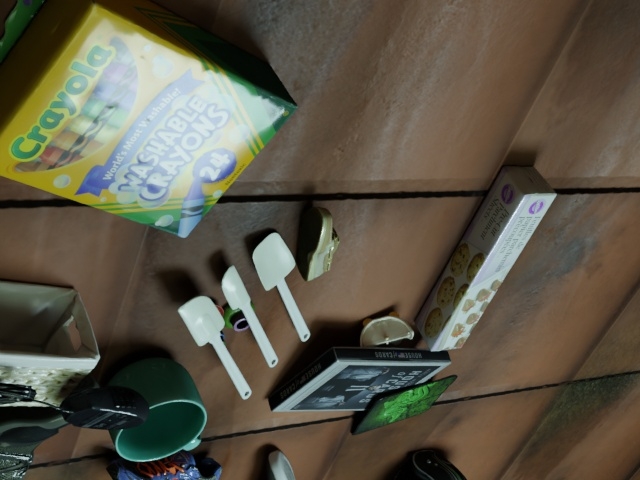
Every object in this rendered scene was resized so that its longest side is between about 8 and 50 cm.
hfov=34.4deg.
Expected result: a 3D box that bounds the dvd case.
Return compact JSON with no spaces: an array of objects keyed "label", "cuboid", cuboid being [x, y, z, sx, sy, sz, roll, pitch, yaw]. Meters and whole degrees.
[{"label":"dvd case","cuboid":[0.063,0.218,1.611,0.238,0.029,0.179,7,144,-38]}]

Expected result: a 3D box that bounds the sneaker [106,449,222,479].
[{"label":"sneaker","cuboid":[-0.236,0.352,1.570,0.087,0.083,0.221,-55,144,8]}]

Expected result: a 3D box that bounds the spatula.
[{"label":"spatula","cuboid":[-0.086,0.109,1.391,0.168,0.019,0.242,-43,141,-18]}]

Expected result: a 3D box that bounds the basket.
[{"label":"basket","cuboid":[-0.359,0.121,1.189,0.167,0.113,0.103,11,131,-42]}]

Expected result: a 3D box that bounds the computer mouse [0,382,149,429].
[{"label":"computer mouse","cuboid":[-0.300,0.178,1.180,0.071,0.041,0.242,-28,147,36]}]

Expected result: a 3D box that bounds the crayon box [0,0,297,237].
[{"label":"crayon box","cuboid":[-0.205,-0.135,1.028,0.323,0.083,0.203,21,119,-45]}]

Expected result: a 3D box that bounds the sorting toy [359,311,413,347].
[{"label":"sorting toy","cuboid":[0.095,0.149,1.582,0.083,0.045,0.075,-13,151,-6]}]

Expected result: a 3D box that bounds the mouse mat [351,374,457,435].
[{"label":"mouse mat","cuboid":[0.139,0.280,1.742,0.152,0.007,0.190,-14,155,-20]}]

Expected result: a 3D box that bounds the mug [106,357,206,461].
[{"label":"mug","cuboid":[-0.231,0.230,1.406,0.129,0.097,0.158,-14,140,-21]}]

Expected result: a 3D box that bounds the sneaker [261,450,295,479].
[{"label":"sneaker","cuboid":[-0.101,0.478,1.769,0.147,0.104,0.296,-11,131,-3]}]

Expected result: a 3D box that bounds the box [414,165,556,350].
[{"label":"box","cuboid":[0.236,0.033,1.526,0.063,0.067,0.324,-2,135,-32]}]

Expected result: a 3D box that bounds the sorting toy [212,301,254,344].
[{"label":"sorting toy","cuboid":[-0.129,0.114,1.389,0.102,0.042,0.061,2,132,-36]}]

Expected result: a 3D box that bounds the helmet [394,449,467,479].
[{"label":"helmet","cuboid":[0.210,0.495,1.943,0.169,0.161,0.169,-18,141,-16]}]

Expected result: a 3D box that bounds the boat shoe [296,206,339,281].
[{"label":"boat shoe","cuboid":[0.000,0.000,1.348,0.045,0.050,0.135,-17,151,-22]}]

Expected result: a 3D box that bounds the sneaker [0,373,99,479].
[{"label":"sneaker","cuboid":[-0.380,0.243,1.334,0.227,0.087,0.130,-25,144,-3]}]
